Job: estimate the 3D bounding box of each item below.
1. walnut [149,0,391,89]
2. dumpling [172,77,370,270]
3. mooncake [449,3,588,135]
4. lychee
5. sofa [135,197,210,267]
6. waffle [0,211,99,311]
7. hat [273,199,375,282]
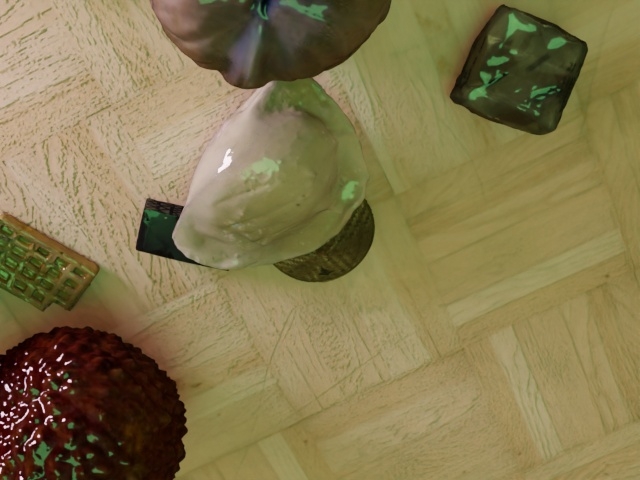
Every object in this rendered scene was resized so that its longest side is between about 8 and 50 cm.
[{"bbox_3d":[-0.047,-0.270,0.730,0.248,0.248,0.249,-2,114,-5],"label":"walnut"},{"bbox_3d":[-0.051,-0.057,0.872,0.179,0.131,0.252,34,100,-22],"label":"dumpling"},{"bbox_3d":[0.227,-0.190,0.878,0.129,0.073,0.125,20,113,-13],"label":"mooncake"},{"bbox_3d":[-0.299,0.238,0.906,0.276,0.276,0.304,-45,132,13],"label":"lychee"},{"bbox_3d":[-0.160,-0.007,0.936,0.117,0.039,0.060,13,110,-11],"label":"sofa"},{"bbox_3d":[-0.349,0.034,0.943,0.135,0.021,0.092,34,105,-18],"label":"waffle"},{"bbox_3d":[0.000,0.000,0.940,0.145,0.067,0.146,-2,114,-5],"label":"hat"}]
